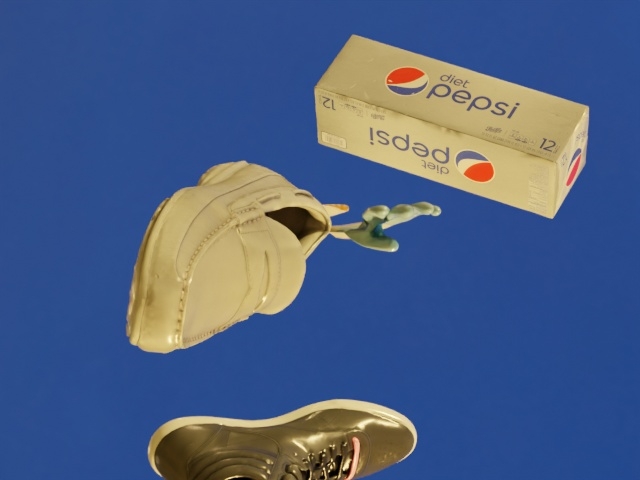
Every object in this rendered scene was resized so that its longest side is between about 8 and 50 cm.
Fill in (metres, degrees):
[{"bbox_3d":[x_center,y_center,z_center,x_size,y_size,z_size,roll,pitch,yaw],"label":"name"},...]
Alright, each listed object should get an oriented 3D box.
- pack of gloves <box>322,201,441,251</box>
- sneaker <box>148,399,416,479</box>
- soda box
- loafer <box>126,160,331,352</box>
[{"bbox_3d":[0.000,0.000,1.961,0.232,0.195,0.046,161,-76,-67],"label":"pack of gloves"},{"bbox_3d":[-0.021,0.248,2.070,0.147,0.296,0.104,-125,-141,-56],"label":"sneaker"},{"bbox_3d":[0.141,-0.125,2.139,0.286,0.091,0.098,18,-129,20],"label":"soda box"},{"bbox_3d":[-0.067,0.011,1.541,0.319,0.111,0.112,-54,158,-67],"label":"loafer"}]
